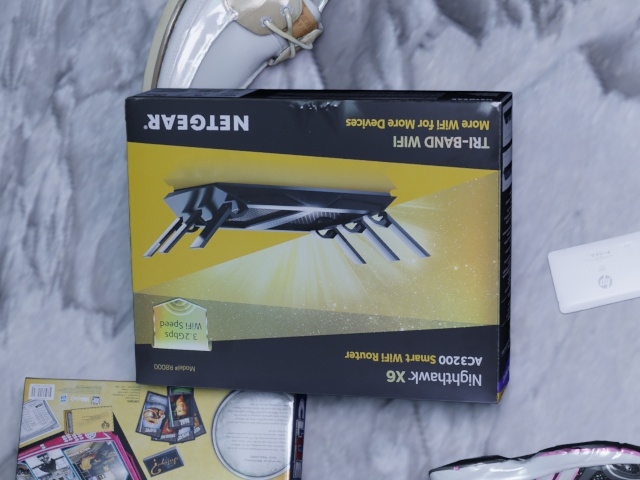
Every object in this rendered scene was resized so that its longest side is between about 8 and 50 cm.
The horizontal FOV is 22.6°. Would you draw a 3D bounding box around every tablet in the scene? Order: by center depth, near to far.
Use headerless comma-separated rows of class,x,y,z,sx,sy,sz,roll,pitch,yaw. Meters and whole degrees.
tablet,0.235,0.026,1.329,0.083,0.006,0.054,-14,74,10

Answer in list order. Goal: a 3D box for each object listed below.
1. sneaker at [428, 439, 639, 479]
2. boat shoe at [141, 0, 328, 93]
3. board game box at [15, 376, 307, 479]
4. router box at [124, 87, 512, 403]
sneaker,0.180,0.205,1.276,0.178,0.072,0.077,-11,86,19
boat shoe,-0.049,-0.210,1.396,0.103,0.113,0.302,25,83,23
board game box,-0.138,0.202,1.355,0.243,0.042,0.165,1,77,13
router box,0.000,0.000,1.305,0.308,0.081,0.243,1,102,14
